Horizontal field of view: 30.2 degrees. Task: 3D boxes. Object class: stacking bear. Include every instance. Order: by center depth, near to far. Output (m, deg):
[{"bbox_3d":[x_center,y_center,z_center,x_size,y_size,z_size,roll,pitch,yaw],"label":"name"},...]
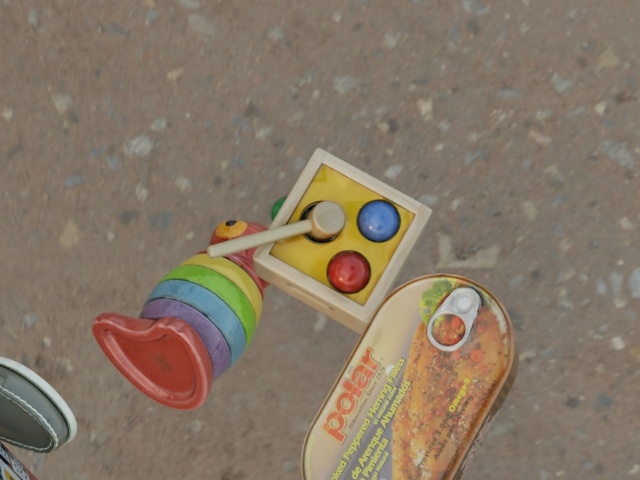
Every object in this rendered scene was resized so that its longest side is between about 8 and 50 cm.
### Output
[{"bbox_3d":[-0.151,0.079,1.646,0.289,0.175,0.164,-54,132,-40],"label":"stacking bear"}]

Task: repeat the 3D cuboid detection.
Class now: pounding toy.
[{"bbox_3d":[0.000,0.000,0.984,0.141,0.100,0.130,29,78,5],"label":"pounding toy"}]

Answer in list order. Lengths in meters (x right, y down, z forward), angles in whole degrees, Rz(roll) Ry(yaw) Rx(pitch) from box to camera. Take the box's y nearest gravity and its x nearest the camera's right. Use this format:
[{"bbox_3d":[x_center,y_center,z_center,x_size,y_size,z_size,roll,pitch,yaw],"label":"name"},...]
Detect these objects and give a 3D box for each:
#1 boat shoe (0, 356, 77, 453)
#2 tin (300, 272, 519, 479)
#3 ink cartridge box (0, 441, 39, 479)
[{"bbox_3d":[-0.448,0.183,1.461,0.305,0.109,0.091,29,30,4],"label":"boat shoe"},{"bbox_3d":[0.061,0.113,0.802,0.106,0.040,0.190,27,81,23],"label":"tin"},{"bbox_3d":[-0.388,0.348,1.338,0.130,0.272,0.309,-33,127,-2],"label":"ink cartridge box"}]
